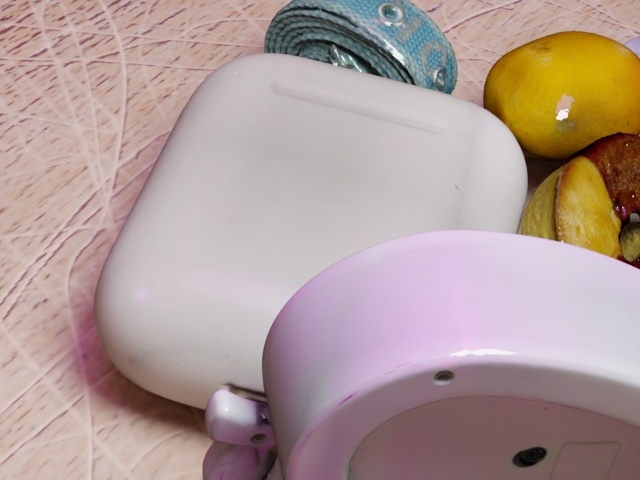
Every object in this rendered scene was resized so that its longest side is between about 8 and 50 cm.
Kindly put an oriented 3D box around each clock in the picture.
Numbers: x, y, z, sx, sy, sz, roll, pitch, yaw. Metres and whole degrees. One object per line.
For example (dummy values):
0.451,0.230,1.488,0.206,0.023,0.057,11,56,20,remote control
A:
0.090,0.141,1.153,0.338,0.338,0.102,-1,46,-10,clock

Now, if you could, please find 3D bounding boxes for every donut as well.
0.226,0.005,1.455,0.166,0.073,0.184,52,49,-16,donut

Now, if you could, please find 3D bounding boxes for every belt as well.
0.033,-0.153,1.592,0.163,0.147,0.082,4,37,39,belt

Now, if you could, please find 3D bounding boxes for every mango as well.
0.209,-0.116,1.559,0.145,0.112,0.219,-3,14,9,mango

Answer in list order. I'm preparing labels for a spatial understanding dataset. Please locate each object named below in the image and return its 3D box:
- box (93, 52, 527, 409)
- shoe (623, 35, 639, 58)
0.000,0.001,1.419,0.289,0.141,0.349,14,44,7,box
0.391,-0.160,1.686,0.245,0.095,0.137,-21,52,-19,shoe
